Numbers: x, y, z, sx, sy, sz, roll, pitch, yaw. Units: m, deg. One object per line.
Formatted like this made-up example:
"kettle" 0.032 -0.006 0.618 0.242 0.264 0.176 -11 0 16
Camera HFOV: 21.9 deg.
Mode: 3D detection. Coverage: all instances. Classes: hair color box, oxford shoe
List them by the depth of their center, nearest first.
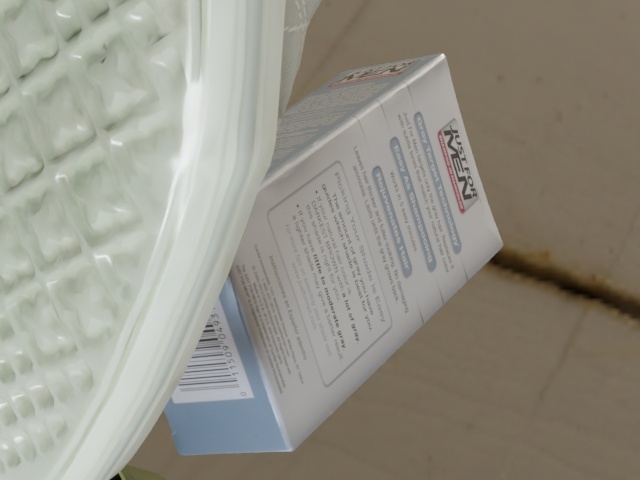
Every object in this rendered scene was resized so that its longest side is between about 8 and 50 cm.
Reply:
"oxford shoe" -0.043 -0.116 0.454 0.169 0.449 0.130 30 -151 29
"hair color box" 0.000 0.000 1.324 0.113 0.185 0.374 -7 -161 35

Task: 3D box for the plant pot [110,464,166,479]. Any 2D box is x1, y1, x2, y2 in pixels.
"plant pot" -0.151 0.199 1.241 0.083 0.079 0.083 -6 -101 31
